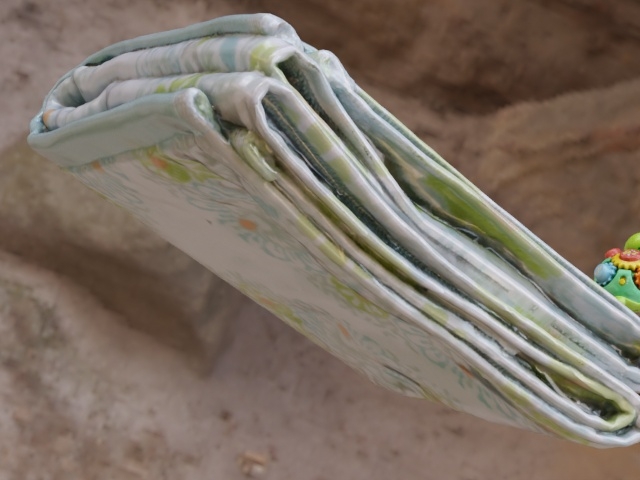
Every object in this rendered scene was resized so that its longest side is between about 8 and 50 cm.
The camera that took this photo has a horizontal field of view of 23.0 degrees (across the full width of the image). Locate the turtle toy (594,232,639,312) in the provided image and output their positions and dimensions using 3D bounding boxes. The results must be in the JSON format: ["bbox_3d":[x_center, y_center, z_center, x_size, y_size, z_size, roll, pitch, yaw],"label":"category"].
[{"bbox_3d":[0.343,0.037,1.725,0.095,0.066,0.130,7,26,24],"label":"turtle toy"}]

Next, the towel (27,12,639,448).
[{"bbox_3d":[0.000,0.000,0.954,0.320,0.090,0.374,39,-12,-20],"label":"towel"}]
